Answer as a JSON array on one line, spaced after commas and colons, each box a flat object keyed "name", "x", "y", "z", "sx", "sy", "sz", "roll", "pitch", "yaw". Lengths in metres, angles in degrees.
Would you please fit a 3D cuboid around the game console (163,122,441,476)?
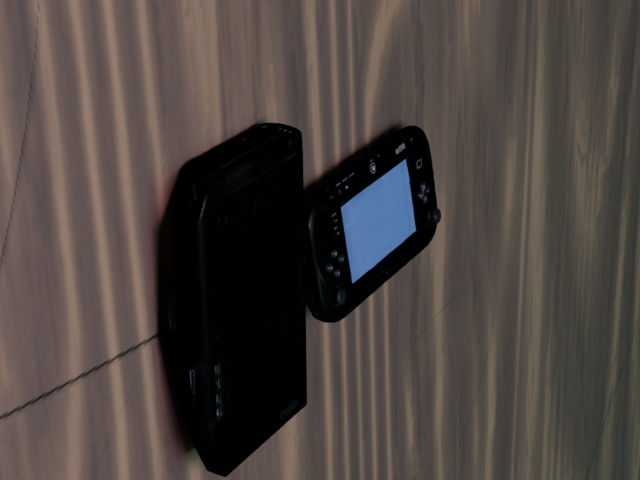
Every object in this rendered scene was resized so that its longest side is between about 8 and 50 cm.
[{"name": "game console", "x": 0.000, "y": 0.000, "z": 1.060, "sx": 0.361, "sy": 0.044, "sz": 0.213, "roll": -38, "pitch": 133, "yaw": -52}]
